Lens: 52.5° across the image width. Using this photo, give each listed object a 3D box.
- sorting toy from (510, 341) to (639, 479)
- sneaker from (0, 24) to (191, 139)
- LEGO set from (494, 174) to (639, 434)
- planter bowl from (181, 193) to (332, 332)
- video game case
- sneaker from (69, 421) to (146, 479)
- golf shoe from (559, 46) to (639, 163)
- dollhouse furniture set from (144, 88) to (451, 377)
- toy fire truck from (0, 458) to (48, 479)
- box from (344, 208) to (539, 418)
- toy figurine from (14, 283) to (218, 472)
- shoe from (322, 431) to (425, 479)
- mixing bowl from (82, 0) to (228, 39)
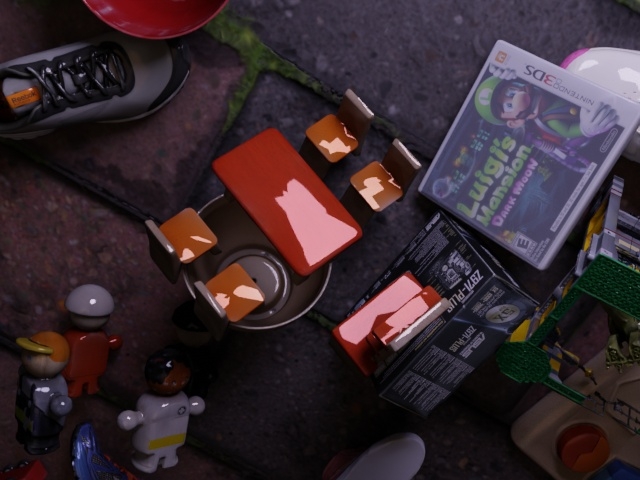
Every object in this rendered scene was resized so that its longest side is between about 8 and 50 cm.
[{"bbox_3d":[0.429,0.226,0.819,0.229,0.041,0.307,42,105,-9],"label":"sorting toy"},{"bbox_3d":[-0.272,-0.167,0.712,0.272,0.108,0.100,-15,104,7],"label":"sneaker"},{"bbox_3d":[0.377,0.085,0.722,0.332,0.192,0.254,22,131,14],"label":"LEGO set"},{"bbox_3d":[-0.075,0.034,0.743,0.162,0.109,0.162,3,69,-8],"label":"planter bowl"},{"bbox_3d":[0.215,-0.092,0.693,0.173,0.022,0.190,38,113,30],"label":"video game case"},{"bbox_3d":[-0.276,0.345,0.891,0.087,0.083,0.221,-28,95,-27],"label":"sneaker"},{"bbox_3d":[0.389,-0.108,0.670,0.306,0.140,0.115,27,108,-3],"label":"golf shoe"},{"bbox_3d":[0.000,0.000,0.634,0.262,0.135,0.259,-36,78,-19],"label":"dollhouse furniture set"},{"bbox_3d":[-0.416,0.384,0.921,0.192,0.047,0.135,-20,106,10],"label":"toy fire truck"},{"bbox_3d":[0.127,0.079,0.731,0.078,0.147,0.180,31,107,-28],"label":"box"},{"bbox_3d":[-0.230,0.148,0.753,0.213,0.209,0.148,12,102,0],"label":"toy figurine"},{"bbox_3d":[0.062,0.290,0.842,0.063,0.081,0.178,42,108,-9],"label":"shoe"},{"bbox_3d":[-0.160,-0.301,0.667,0.182,0.098,0.181,1,108,3],"label":"mixing bowl"}]
